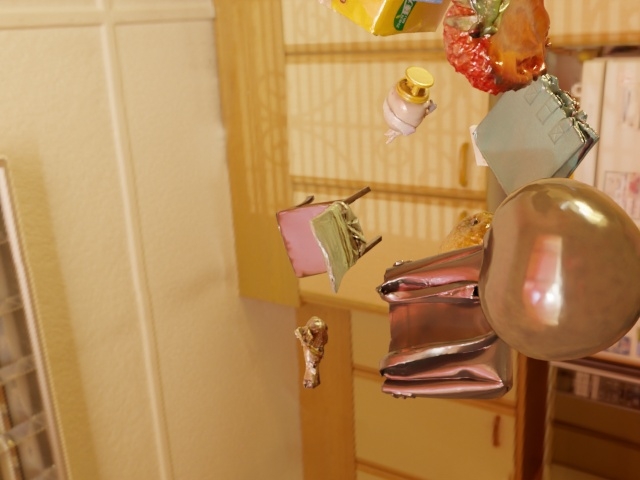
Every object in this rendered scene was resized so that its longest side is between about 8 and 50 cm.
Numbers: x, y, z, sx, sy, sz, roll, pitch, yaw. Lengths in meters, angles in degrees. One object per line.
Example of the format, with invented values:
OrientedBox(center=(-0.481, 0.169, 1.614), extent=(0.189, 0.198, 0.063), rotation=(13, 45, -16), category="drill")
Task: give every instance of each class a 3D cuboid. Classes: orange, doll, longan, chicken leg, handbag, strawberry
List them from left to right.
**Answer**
OrientedBox(center=(-0.024, 0.314, 2.039), extent=(0.125, 0.081, 0.196), rotation=(-33, -57, -65), category="chicken leg")
OrientedBox(center=(0.137, -0.201, 1.095), extent=(0.084, 0.073, 0.127), rotation=(-3, -38, -23), category="doll")
OrientedBox(center=(0.228, 0.154, 1.341), extent=(0.113, 0.257, 0.285), rotation=(44, -137, -55), category="handbag")
OrientedBox(center=(0.472, 0.100, 1.955), extent=(0.322, 0.322, 0.356), rotation=(-42, -63, -46), category="orange")
OrientedBox(center=(0.194, -0.233, 0.799), extent=(0.192, 0.085, 0.140), rotation=(-39, -51, -42), category="strawberry")
OrientedBox(center=(0.523, -0.247, 1.740), extent=(0.100, 0.268, 0.274), rotation=(-5, -37, -30), category="handbag")
OrientedBox(center=(0.291, 0.035, 0.859), extent=(0.197, 0.197, 0.220), rotation=(4, -90, -58), category="longan")

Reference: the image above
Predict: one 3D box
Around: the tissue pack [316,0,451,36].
OrientedBox(center=(0.187, -0.642, 1.499), extent=(0.293, 0.228, 0.381), rotation=(-25, -33, -51), category="tissue pack")

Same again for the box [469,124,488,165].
OrientedBox(center=(0.518, -0.264, 2.009), extent=(0.032, 0.220, 0.122), rotation=(-28, -67, -30), category="box")

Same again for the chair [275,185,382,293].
OrientedBox(center=(0.000, 0.000, 1.500), extent=(0.319, 0.186, 0.160), rotation=(-39, -63, -59), category="chair")

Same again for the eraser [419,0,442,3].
OrientedBox(center=(0.188, -0.528, 1.143), extent=(0.311, 0.144, 0.042), rotation=(113, 151, -48), category="eraser")
